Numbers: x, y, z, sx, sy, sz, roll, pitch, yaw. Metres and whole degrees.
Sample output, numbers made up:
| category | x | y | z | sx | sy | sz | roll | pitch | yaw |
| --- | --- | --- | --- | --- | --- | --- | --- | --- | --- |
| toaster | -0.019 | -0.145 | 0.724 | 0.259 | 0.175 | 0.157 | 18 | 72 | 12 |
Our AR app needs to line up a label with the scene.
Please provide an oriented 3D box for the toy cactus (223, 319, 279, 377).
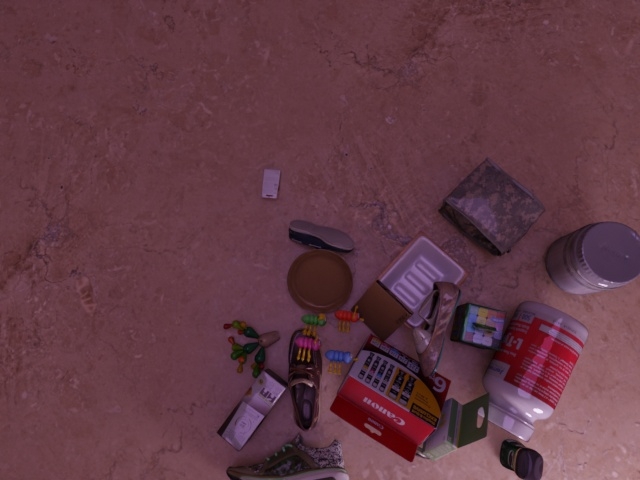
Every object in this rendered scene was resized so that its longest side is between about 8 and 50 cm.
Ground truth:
| category | x | y | z | sx | sy | sz | roll | pitch | yaw |
| --- | --- | --- | --- | --- | --- | --- | --- | --- | --- |
| toy cactus | -0.233 | 0.361 | 1.678 | 0.181 | 0.112 | 0.218 | -22 | 61 | -16 |

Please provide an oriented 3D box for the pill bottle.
| category | x | y | z | sx | sy | sz | roll | pitch | yaw |
| --- | --- | --- | --- | --- | --- | --- | --- | --- | --- |
| pill bottle | 0.675 | 0.423 | 1.557 | 0.229 | 0.229 | 0.407 | 29 | 80 | 8 |

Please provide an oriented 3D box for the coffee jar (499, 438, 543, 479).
| category | x | y | z | sx | sy | sz | roll | pitch | yaw |
| --- | --- | --- | --- | --- | --- | --- | --- | --- | --- |
| coffee jar | 0.637 | 0.697 | 1.521 | 0.079 | 0.184 | 0.096 | 11 | 79 | 5 |

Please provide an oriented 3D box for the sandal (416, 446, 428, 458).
| category | x | y | z | sx | sy | sz | roll | pitch | yaw |
| --- | --- | --- | --- | --- | --- | --- | --- | --- | --- |
| sandal | 0.254 | 0.609 | 1.595 | 0.303 | 0.120 | 0.086 | 44 | 71 | 11 |

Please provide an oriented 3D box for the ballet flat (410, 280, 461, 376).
| category | x | y | z | sx | sy | sz | roll | pitch | yaw |
| --- | --- | --- | --- | --- | --- | --- | --- | --- | --- |
| ballet flat | 0.357 | 0.279 | 1.561 | 0.106 | 0.107 | 0.315 | 22 | 78 | -8 |

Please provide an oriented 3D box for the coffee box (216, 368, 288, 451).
| category | x | y | z | sx | sy | sz | roll | pitch | yaw |
| --- | --- | --- | --- | --- | --- | --- | --- | --- | --- |
| coffee box | -0.221 | 0.562 | 1.609 | 0.098 | 0.141 | 0.246 | 36 | 81 | 10 |

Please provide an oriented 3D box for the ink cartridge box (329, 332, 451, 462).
| category | x | y | z | sx | sy | sz | roll | pitch | yaw |
| --- | --- | --- | --- | --- | --- | --- | --- | --- | --- |
| ink cartridge box | 0.226 | 0.497 | 1.538 | 0.310 | 0.130 | 0.272 | 29 | 41 | 9 |

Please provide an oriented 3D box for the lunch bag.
| category | x | y | z | sx | sy | sz | roll | pitch | yaw |
| --- | --- | --- | --- | --- | --- | --- | --- | --- | --- |
| lunch bag | 0.612 | -0.107 | 1.708 | 0.235 | 0.169 | 0.287 | -44 | 75 | -7 |

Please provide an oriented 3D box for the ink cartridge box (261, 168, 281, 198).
| category | x | y | z | sx | sy | sz | roll | pitch | yaw |
| --- | --- | --- | --- | --- | --- | --- | --- | --- | --- |
| ink cartridge box | -0.189 | -0.214 | 1.834 | 0.063 | 0.029 | 0.114 | 5 | 79 | 3 |

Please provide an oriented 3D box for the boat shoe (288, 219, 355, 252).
| category | x | y | z | sx | sy | sz | roll | pitch | yaw |
| --- | --- | --- | --- | --- | --- | --- | --- | --- | --- |
| boat shoe | 0.000 | 0.000 | 1.743 | 0.255 | 0.079 | 0.095 | 16 | 36 | 11 |

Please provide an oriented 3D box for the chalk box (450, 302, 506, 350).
| category | x | y | z | sx | sy | sz | roll | pitch | yaw |
| --- | --- | --- | --- | --- | --- | --- | --- | --- | --- |
| chalk box | 0.530 | 0.287 | 1.601 | 0.133 | 0.213 | 0.131 | 15 | 79 | 5 |

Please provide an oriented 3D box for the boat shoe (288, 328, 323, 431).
| category | x | y | z | sx | sy | sz | roll | pitch | yaw |
| --- | --- | --- | --- | --- | --- | --- | --- | --- | --- |
| boat shoe | -0.053 | 0.470 | 1.630 | 0.124 | 0.123 | 0.341 | -1 | 77 | 2 |

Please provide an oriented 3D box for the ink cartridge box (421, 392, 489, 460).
| category | x | y | z | sx | sy | sz | roll | pitch | yaw |
| --- | --- | --- | --- | --- | --- | --- | --- | --- | --- |
| ink cartridge box | 0.423 | 0.573 | 1.507 | 0.056 | 0.235 | 0.171 | 36 | 39 | -5 |

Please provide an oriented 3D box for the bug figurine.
| category | x | y | z | sx | sy | sz | roll | pitch | yaw |
| --- | --- | --- | --- | --- | --- | --- | --- | --- | --- |
| bug figurine | 0.029 | 0.314 | 1.603 | 0.217 | 0.072 | 0.279 | 3 | 33 | 10 |

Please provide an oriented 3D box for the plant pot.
| category | x | y | z | sx | sy | sz | roll | pitch | yaw |
| --- | --- | --- | --- | --- | --- | --- | --- | --- | --- |
| plant pot | -0.001 | 0.145 | 1.715 | 0.237 | 0.032 | 0.236 | 1 | 97 | 6 |

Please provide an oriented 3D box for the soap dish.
| category | x | y | z | sx | sy | sz | roll | pitch | yaw |
| --- | --- | --- | --- | --- | --- | --- | --- | --- | --- |
| soap dish | 0.341 | 0.148 | 1.688 | 0.229 | 0.118 | 0.291 | 42 | 82 | 10 |

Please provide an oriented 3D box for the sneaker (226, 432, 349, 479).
| category | x | y | z | sx | sy | sz | roll | pitch | yaw |
| --- | --- | --- | --- | --- | --- | --- | --- | --- | --- |
| sneaker | -0.103 | 0.742 | 1.593 | 0.411 | 0.158 | 0.181 | -2 | 47 | 4 |

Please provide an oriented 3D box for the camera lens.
| category | x | y | z | sx | sy | sz | roll | pitch | yaw |
| --- | --- | --- | --- | --- | --- | --- | --- | --- | --- |
| camera lens | 0.907 | 0.064 | 1.603 | 0.220 | 0.274 | 0.219 | 0 | 78 | 2 |

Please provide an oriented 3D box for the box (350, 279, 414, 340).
| category | x | y | z | sx | sy | sz | roll | pitch | yaw |
| --- | --- | --- | --- | --- | --- | --- | --- | --- | --- |
| box | 0.206 | 0.242 | 1.643 | 0.164 | 0.201 | 0.021 | 44 | 49 | 11 |
